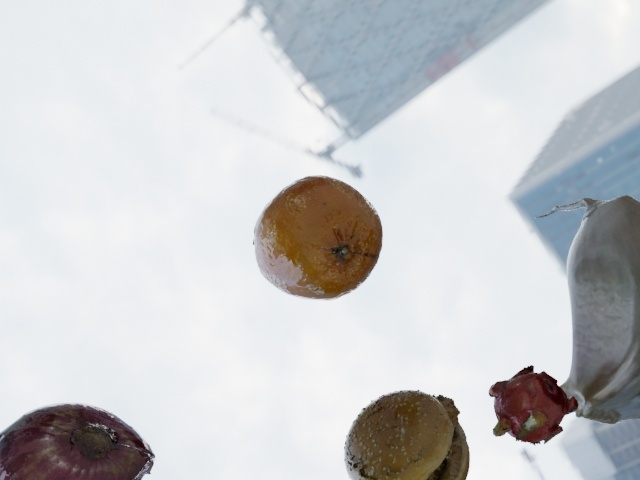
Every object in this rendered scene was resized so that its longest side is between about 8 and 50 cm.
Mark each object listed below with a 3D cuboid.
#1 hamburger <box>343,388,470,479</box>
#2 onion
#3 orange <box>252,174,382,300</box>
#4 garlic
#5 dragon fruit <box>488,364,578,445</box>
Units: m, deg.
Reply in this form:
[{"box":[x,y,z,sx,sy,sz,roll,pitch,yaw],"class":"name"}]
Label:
[{"box":[0.128,0.300,1.911,0.182,0.191,0.118,46,175,44],"class":"hamburger"},{"box":[-0.306,0.280,1.557,0.200,0.200,0.207,46,-123,-13],"class":"onion"},{"box":[0.000,0.000,1.902,0.193,0.193,0.161,18,-167,-40],"class":"orange"},{"box":[0.477,0.086,1.929,0.231,0.246,0.340,9,-116,-28],"class":"garlic"},{"box":[0.300,0.223,1.836,0.126,0.068,0.112,6,-126,-24],"class":"dragon fruit"}]
